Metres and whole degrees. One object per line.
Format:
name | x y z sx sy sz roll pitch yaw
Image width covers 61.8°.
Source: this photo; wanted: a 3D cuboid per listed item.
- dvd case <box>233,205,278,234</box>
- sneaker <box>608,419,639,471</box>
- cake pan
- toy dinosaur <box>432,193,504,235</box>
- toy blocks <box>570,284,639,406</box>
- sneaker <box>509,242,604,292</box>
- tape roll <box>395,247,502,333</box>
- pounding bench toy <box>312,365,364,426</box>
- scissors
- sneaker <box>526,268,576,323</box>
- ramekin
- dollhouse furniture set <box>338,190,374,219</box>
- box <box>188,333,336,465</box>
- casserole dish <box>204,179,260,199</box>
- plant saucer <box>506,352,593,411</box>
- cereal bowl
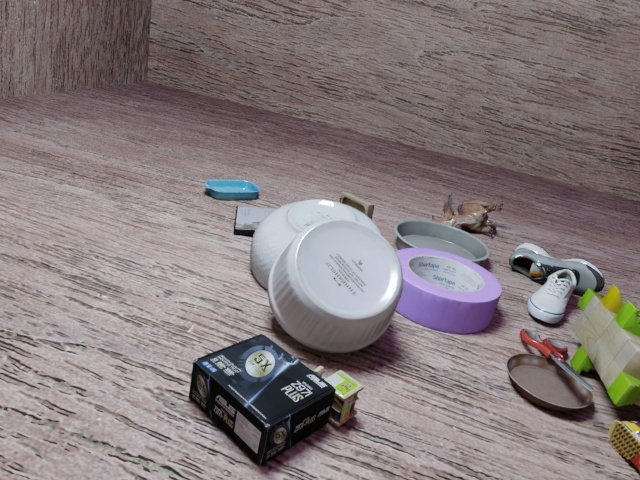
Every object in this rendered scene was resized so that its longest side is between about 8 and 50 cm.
dvd case | -0.123 -0.055 1.565 0.253 0.022 0.180 3 23 -7
sneaker | 0.568 0.367 0.884 0.084 0.069 0.185 3 25 -8
cake pan | 0.361 0.017 1.622 0.294 0.054 0.293 10 23 -4
toy dinosaur | 0.527 -0.100 1.901 0.201 0.127 0.296 15 16 26
toy blocks | 0.697 0.259 1.102 0.261 0.190 0.381 27 19 5
sneaker | 0.683 0.094 1.564 0.272 0.100 0.108 22 34 38
tape roll | 0.295 0.116 1.314 0.275 0.090 0.274 10 22 -4
pounding bench toy | 0.019 0.254 0.884 0.083 0.065 0.052 28 29 34
scissors | 0.483 0.244 1.118 0.109 0.021 0.297 23 12 11
sneaker | 0.614 0.137 1.414 0.094 0.091 0.258 23 25 24
ramekin | 0.039 0.078 1.061 0.273 0.127 0.272 8 59 -13
dollhouse furniture set | 0.064 -0.039 1.484 0.123 0.151 0.144 -10 29 -41
box | -0.094 0.241 0.845 0.180 0.077 0.147 29 28 36
casserole dish | -0.289 -0.164 1.751 0.189 0.036 0.114 -2 26 -32
plant saucer | 0.452 0.287 1.068 0.169 0.029 0.168 11 22 -4
cereal bowl | 0.000 0.000 1.284 0.340 0.141 0.338 4 35 -3
